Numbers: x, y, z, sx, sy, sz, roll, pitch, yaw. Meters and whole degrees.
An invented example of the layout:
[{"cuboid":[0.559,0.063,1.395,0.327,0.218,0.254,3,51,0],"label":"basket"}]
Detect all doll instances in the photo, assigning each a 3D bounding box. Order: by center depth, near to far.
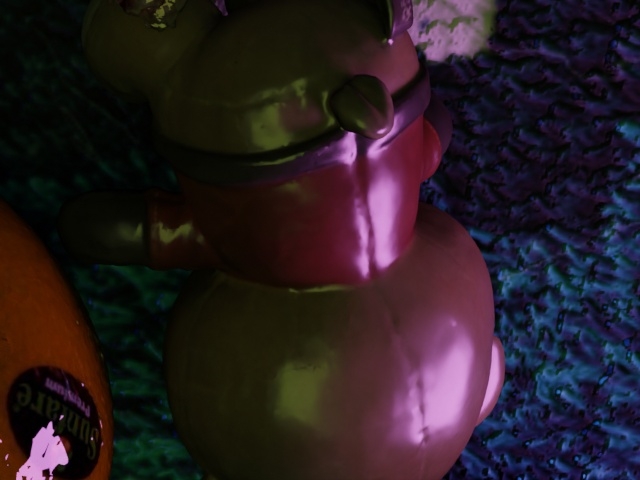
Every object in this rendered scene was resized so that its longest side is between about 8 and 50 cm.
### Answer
[{"cuboid":[0.000,0.000,0.895,0.235,0.174,0.330,-27,117,-31],"label":"doll"}]

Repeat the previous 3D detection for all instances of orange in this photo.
[{"cuboid":[-0.235,0.095,0.857,0.274,0.274,0.274,-2,108,-5],"label":"orange"}]

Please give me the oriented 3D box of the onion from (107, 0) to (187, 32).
[{"cuboid":[-0.138,-0.268,0.745,0.267,0.159,0.348,-36,90,-7],"label":"onion"}]
